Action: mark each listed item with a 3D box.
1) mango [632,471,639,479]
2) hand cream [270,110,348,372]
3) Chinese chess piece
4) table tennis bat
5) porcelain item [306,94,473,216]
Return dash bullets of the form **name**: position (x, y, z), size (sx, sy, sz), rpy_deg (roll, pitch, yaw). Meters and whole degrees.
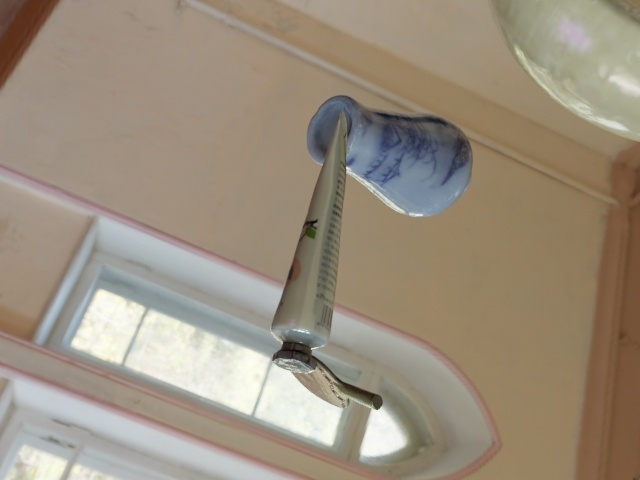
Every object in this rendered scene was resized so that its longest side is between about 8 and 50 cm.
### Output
- **mango**: position (0.289, 0.200, 0.595), size (0.127, 0.063, 0.077), rpy_deg (-13, 137, -59)
- **hand cream**: position (0.000, 0.000, 0.656), size (0.080, 0.050, 0.234), rpy_deg (83, 18, -63)
- **Chinese chess piece**: position (0.242, -0.189, 0.483), size (0.102, 0.273, 0.273), rpy_deg (98, 12, -68)
- **table tennis bat**: position (0.014, 0.233, 1.218), size (0.022, 0.131, 0.234), rpy_deg (-43, -150, -26)
- **porcelain item**: position (0.101, -0.108, 0.966), size (0.141, 0.259, 0.141), rpy_deg (-12, -107, 44)
